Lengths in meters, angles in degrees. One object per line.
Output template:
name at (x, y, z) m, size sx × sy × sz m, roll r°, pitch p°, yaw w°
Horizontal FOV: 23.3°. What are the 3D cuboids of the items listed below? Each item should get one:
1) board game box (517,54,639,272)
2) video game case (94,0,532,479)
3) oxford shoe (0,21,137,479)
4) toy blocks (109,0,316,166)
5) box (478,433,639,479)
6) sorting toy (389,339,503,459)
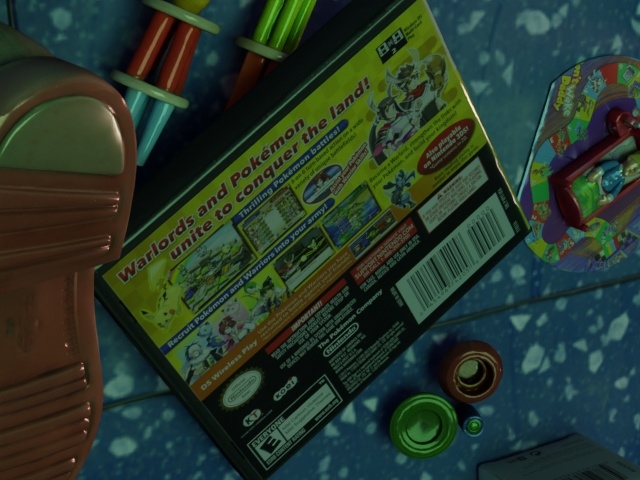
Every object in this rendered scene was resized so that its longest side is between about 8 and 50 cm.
board game box at (0.217, -0.053, 1.161) m, size 0.133 × 0.033 × 0.169 m, roll 11°, pitch 99°, yaw -32°
video game case at (0.000, 0.000, 1.018) m, size 0.275 × 0.035 × 0.248 m, roll -42°, pitch 135°, yaw -11°
oxford shoe at (-0.213, 0.052, 0.900) m, size 0.140 × 0.146 × 0.397 m, roll -9°, pitch 128°, yaw -46°
toy blocks at (-0.066, -0.109, 0.967) m, size 0.123 × 0.054 × 0.148 m, roll 20°, pitch 96°, yaw -35°
box at (0.190, 0.214, 1.188) m, size 0.101 × 0.102 × 0.087 m, roll -13°, pitch 110°, yaw -27°
sorting toy at (0.093, 0.116, 1.144) m, size 0.102 × 0.042 × 0.061 m, roll -44°, pitch 107°, yaw 3°
